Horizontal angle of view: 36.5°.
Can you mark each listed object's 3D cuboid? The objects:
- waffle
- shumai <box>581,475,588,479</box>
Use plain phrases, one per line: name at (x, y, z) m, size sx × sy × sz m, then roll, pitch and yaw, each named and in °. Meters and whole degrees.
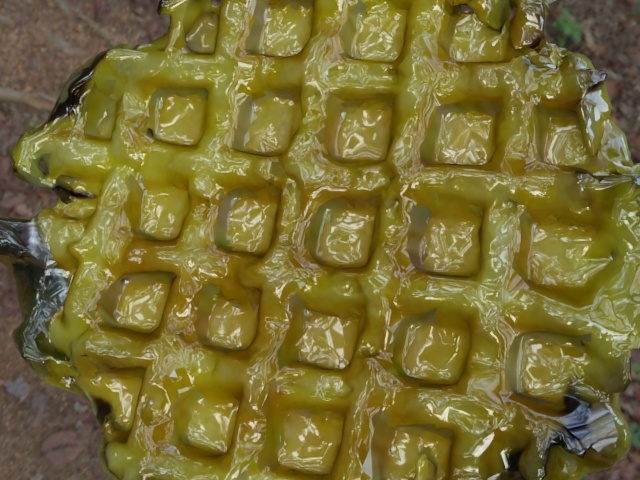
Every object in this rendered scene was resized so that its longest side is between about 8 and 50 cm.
waffle at (0.000, 0.000, 0.564) m, size 0.382 × 0.379 × 0.095 m, roll 58°, pitch 10°, yaw 17°
shumai at (0.150, 0.233, 0.567) m, size 0.201 × 0.120 × 0.201 m, roll 5°, pitch 83°, yaw -46°
